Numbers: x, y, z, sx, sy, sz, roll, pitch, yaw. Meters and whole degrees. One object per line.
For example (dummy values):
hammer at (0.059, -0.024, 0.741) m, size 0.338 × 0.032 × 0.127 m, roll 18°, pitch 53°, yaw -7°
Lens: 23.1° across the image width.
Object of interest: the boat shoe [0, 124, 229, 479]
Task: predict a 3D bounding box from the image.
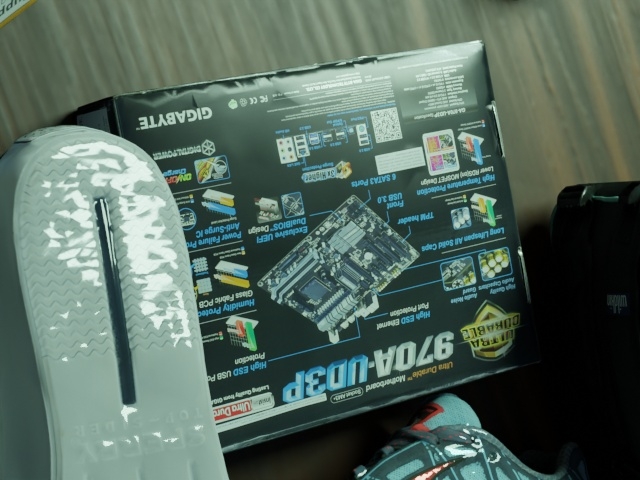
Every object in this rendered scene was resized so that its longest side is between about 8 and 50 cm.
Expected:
boat shoe at (-0.105, 0.122, 0.675) m, size 0.121 × 0.119 × 0.335 m, roll 4°, pitch 78°, yaw -34°

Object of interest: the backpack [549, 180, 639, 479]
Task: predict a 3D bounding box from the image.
backpack at (0.212, 0.059, 0.841) m, size 0.144 × 0.166 × 0.188 m, roll -4°, pitch 91°, yaw -22°

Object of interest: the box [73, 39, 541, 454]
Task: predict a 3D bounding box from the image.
box at (0.000, 0.000, 0.784) m, size 0.220 × 0.051 × 0.175 m, roll -13°, pitch 94°, yaw -31°

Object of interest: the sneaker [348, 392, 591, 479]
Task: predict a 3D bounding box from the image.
sneaker at (0.040, 0.139, 0.787) m, size 0.262 × 0.104 × 0.125 m, roll 11°, pitch 70°, yaw -38°

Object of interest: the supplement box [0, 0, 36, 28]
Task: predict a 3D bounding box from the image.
supplement box at (-0.136, -0.153, 0.667) m, size 0.078 × 0.080 × 0.233 m, roll 37°, pitch 54°, yaw 11°
